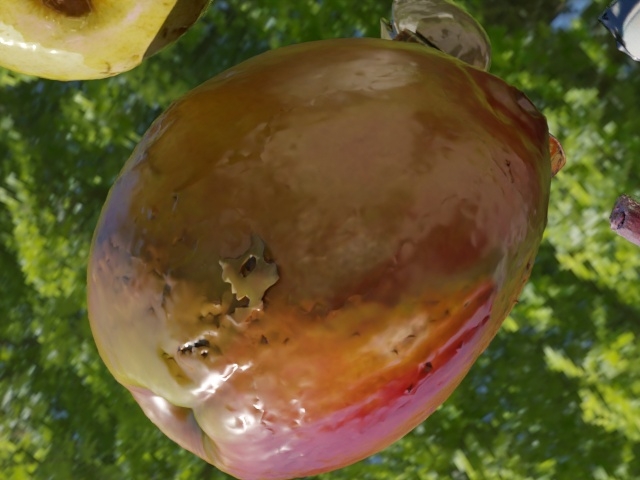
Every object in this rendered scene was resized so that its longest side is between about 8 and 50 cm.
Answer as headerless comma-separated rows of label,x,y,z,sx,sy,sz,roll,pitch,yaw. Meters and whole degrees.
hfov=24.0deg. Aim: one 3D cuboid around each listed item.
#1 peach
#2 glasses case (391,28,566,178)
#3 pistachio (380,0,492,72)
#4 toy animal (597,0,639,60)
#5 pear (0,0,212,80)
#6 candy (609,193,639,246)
peach,0.002,0.002,1.119,0.290,0.372,0.372,41,-125,8
glasses case,0.152,-0.136,1.506,0.049,0.075,0.218,-45,-131,-1
pistachio,0.126,-0.222,1.760,0.131,0.129,0.206,34,-164,-33
toy animal,0.341,-0.193,1.237,0.179,0.166,0.138,33,-121,-11
pear,-0.182,-0.252,1.066,0.271,0.271,0.271,11,-119,-21
candy,0.351,-0.014,1.568,0.103,0.103,0.043,16,-77,-18
